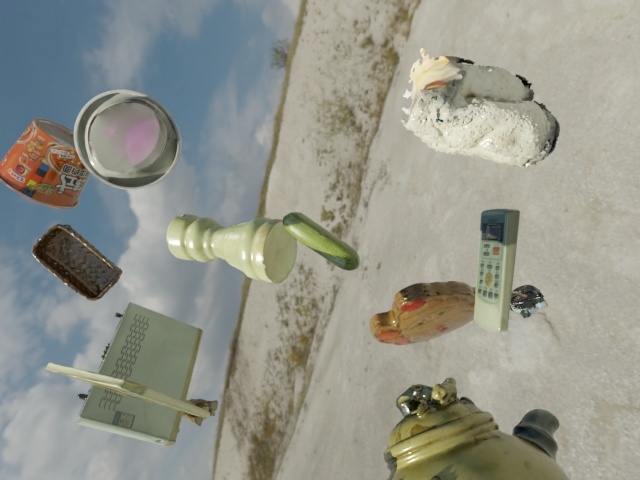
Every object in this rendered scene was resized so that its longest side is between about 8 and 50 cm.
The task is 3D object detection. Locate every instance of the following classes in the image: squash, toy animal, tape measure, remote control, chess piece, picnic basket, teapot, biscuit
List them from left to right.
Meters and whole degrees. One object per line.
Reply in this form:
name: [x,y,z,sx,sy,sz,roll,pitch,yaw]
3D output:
picnic basket: [-0.573,0.052,0.987,0.110,0.193,0.055,-47,7,-3]
toy animal: [-0.491,0.600,1.467,0.158,0.312,0.097,-19,56,41]
chess piece: [-0.325,0.009,1.476,0.234,0.443,0.233,9,-90,-67]
squash: [0.000,0.000,1.075,0.069,0.239,0.069,-55,-9,-12]
biscuit: [0.325,0.224,1.248,0.381,0.359,0.074,34,-149,-52]
teapot: [0.112,0.222,0.373,0.173,0.270,0.182,96,159,-54]
remote control: [0.406,0.068,0.972,0.123,0.038,0.285,-153,69,-83]
tape measure: [0.543,0.157,1.093,0.091,0.054,0.094,-35,11,5]

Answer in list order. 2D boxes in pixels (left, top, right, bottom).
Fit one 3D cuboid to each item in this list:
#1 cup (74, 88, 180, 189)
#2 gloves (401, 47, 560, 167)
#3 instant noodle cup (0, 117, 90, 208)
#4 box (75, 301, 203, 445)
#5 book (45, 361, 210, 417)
cup: [-0.532,-0.287,1.217,0.371,0.254,0.253,-142,69,-72]
gloves: [0.161,-0.129,0.419,0.070,0.153,0.114,104,178,-54]
instant noodle cup: [-0.839,-0.247,1.303,0.192,0.250,0.250,-52,-3,8]
box: [-0.371,0.275,0.880,0.045,0.211,0.270,-46,29,32]
book: [-0.286,0.225,0.622,0.168,0.192,0.013,49,-131,-45]
